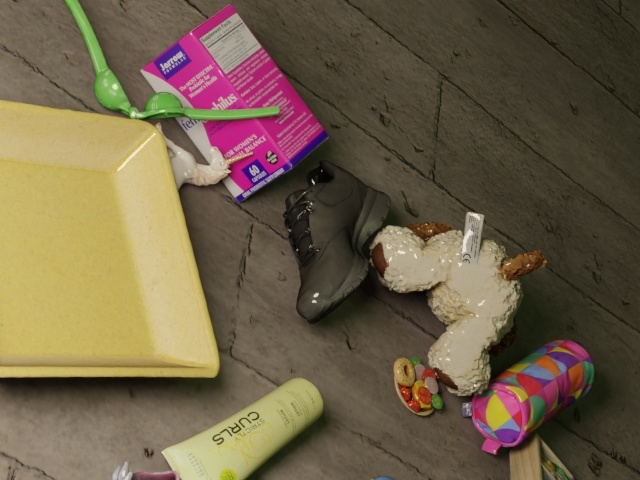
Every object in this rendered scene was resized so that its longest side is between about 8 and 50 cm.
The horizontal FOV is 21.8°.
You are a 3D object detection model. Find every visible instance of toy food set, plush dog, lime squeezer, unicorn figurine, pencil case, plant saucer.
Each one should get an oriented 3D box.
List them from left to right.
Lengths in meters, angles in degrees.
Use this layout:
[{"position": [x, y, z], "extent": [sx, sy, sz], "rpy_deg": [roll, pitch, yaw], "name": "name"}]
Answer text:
[{"position": [-0.292, 0.012, 1.877], "extent": [0.332, 0.081, 0.333], "rpy_deg": [6, 62, -46], "name": "plant saucer"}, {"position": [-0.210, -0.194, 2.082], "extent": [0.310, 0.059, 0.110], "rpy_deg": [29, 66, -3], "name": "lime squeezer"}, {"position": [-0.182, -0.094, 2.092], "extent": [0.111, 0.060, 0.162], "rpy_deg": [48, 58, -10], "name": "unicorn figurine"}, {"position": [0.132, 0.199, 2.265], "extent": [0.082, 0.020, 0.083], "rpy_deg": [5, 62, -46], "name": "toy food set"}, {"position": [0.209, 0.059, 2.322], "extent": [0.262, 0.210, 0.225], "rpy_deg": [59, 5, -2], "name": "plush dog"}, {"position": [0.303, 0.219, 2.380], "extent": [0.236, 0.104, 0.104], "rpy_deg": [-24, 84, -50], "name": "pencil case"}]

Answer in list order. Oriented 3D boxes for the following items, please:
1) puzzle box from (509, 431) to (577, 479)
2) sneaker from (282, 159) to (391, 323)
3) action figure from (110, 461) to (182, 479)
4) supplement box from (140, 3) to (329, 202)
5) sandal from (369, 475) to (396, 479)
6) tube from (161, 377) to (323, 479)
[{"position": [0.356, 0.448, 2.196], "extent": [0.272, 0.052, 0.409], "rpy_deg": [50, 15, -12], "name": "puzzle box"}, {"position": [0.000, 0.000, 2.202], "extent": [0.130, 0.109, 0.286], "rpy_deg": [39, 33, -14], "name": "sneaker"}, {"position": [-0.108, 0.387, 1.699], "extent": [0.370, 0.248, 0.276], "rpy_deg": [38, 50, -29], "name": "action figure"}, {"position": [-0.112, -0.180, 2.175], "extent": [0.220, 0.111, 0.114], "rpy_deg": [54, 39, -6], "name": "supplement box"}, {"position": [0.168, 0.413, 2.072], "extent": [0.317, 0.138, 0.126], "rpy_deg": [48, 42, -11], "name": "sandal"}, {"position": [-0.087, 0.239, 1.973], "extent": [0.070, 0.062, 0.240], "rpy_deg": [27, 35, 27], "name": "tube"}]
